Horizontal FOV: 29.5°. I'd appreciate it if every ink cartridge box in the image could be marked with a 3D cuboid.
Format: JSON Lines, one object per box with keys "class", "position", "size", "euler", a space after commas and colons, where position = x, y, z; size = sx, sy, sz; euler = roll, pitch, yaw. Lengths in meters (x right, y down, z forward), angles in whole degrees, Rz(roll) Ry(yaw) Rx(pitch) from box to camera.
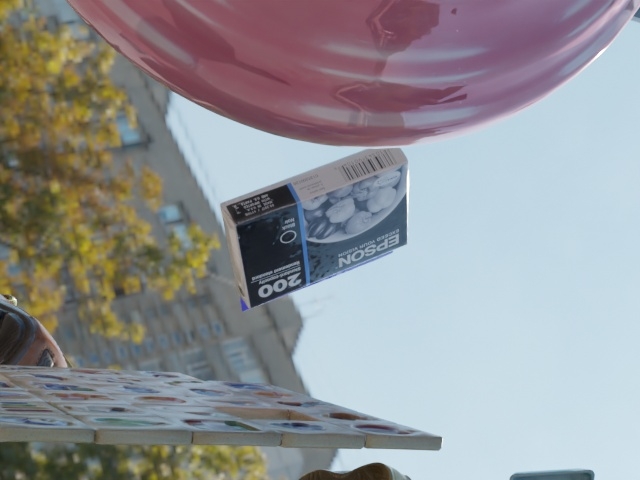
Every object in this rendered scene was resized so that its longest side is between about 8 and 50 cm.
{"class": "ink cartridge box", "position": [0.000, 0.000, 1.370], "size": [0.208, 0.206, 0.045], "euler": [85, -20, -53]}

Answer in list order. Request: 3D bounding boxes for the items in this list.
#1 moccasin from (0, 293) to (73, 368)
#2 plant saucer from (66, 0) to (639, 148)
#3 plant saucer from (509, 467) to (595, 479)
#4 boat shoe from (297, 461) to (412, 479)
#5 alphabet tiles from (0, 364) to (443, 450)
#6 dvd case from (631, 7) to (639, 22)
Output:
{"class": "moccasin", "position": [-0.377, 0.086, 1.247], "size": [0.380, 0.139, 0.147], "euler": [18, -28, 36]}
{"class": "plant saucer", "position": [0.020, -0.209, 0.525], "size": [0.084, 0.332, 0.332], "euler": [144, -69, -71]}
{"class": "plant saucer", "position": [0.177, 0.265, 0.964], "size": [0.018, 0.067, 0.192], "euler": [-107, -165, -71]}
{"class": "boat shoe", "position": [0.031, 0.278, 1.339], "size": [0.153, 0.048, 0.056], "euler": [-25, -126, 37]}
{"class": "alphabet tiles", "position": [-0.086, 0.079, 0.598], "size": [0.237, 0.198, 0.009], "euler": [1, -94, 64]}
{"class": "dvd case", "position": [0.464, -0.320, 1.458], "size": [0.179, 0.238, 0.030], "euler": [-44, -126, 39]}
